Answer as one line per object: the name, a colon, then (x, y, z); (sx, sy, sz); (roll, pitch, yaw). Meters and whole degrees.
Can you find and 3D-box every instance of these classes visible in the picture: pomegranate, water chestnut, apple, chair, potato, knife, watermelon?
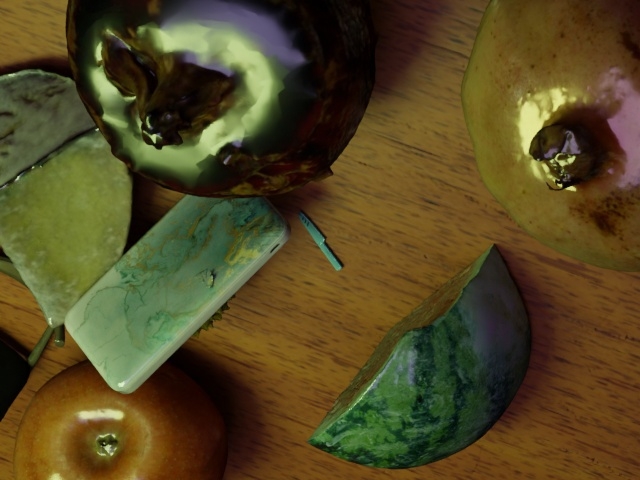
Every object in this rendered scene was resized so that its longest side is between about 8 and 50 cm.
pomegranate: (0.294, -0.129, 1.525); (0.338, 0.338, 0.338); (8, 122, 13)
water chestnut: (-0.109, -0.186, 1.632); (0.350, 0.302, 0.350); (9, 120, 17)
apple: (-0.259, 0.269, 1.990); (0.272, 0.206, 0.251); (11, 91, 10)
chair: (-0.473, 0.163, 2.039); (0.188, 0.166, 0.272); (36, 124, -6)
potato: (-0.319, -0.066, 1.893); (0.189, 0.211, 0.264); (-28, 132, -6)
knife: (0.000, 0.000, 1.888); (0.014, 0.005, 0.091); (-27, 108, 30)
watermelon: (0.140, 0.149, 1.851); (0.260, 0.256, 0.176); (-48, 54, 41)

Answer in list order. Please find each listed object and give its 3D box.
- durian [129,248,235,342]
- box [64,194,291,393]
durian: (-0.190, 0.064, 1.914); (0.208, 0.146, 0.102); (-12, 159, 14)
box: (-0.171, 0.043, 1.836); (0.285, 0.044, 0.142); (-45, 57, 2)
